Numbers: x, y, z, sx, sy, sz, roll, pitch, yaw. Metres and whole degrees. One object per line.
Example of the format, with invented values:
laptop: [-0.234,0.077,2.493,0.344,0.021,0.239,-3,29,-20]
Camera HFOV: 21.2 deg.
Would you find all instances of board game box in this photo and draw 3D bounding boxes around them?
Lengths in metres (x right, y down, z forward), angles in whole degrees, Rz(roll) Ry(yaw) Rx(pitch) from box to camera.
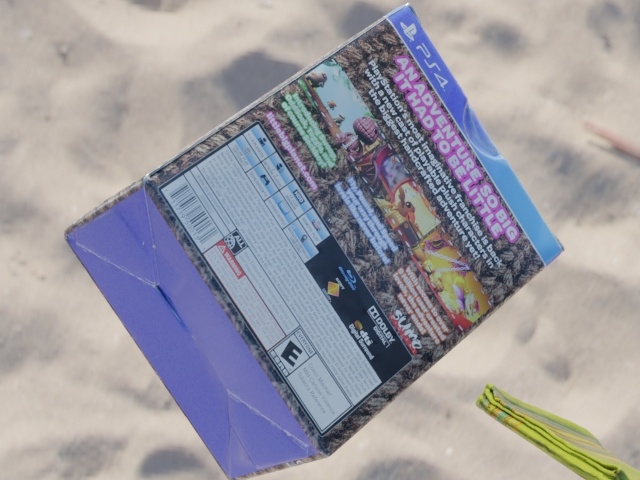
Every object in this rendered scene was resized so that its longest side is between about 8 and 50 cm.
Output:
board game box: [0.000,0.000,1.288,0.291,0.141,0.232,-36,97,-35]

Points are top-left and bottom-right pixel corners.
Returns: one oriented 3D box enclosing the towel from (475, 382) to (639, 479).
towel: [0.187,0.145,1.141,0.102,0.237,0.021,22,92,-16]
